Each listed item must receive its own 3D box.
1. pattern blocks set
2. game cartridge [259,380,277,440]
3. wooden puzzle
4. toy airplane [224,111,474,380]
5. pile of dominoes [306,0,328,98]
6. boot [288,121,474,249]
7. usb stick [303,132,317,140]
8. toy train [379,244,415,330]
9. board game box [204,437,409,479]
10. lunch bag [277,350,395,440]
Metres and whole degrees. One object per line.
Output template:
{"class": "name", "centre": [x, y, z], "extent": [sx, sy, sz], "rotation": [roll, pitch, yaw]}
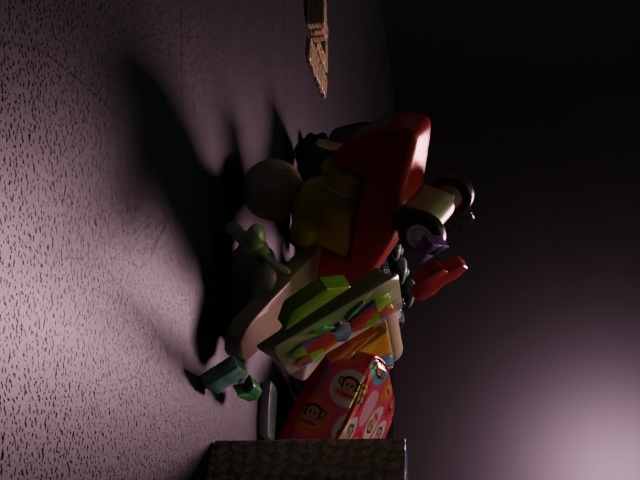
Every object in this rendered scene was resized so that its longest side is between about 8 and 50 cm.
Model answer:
{"class": "pattern blocks set", "centre": [0.021, 0.099, 1.089], "extent": [0.026, 0.325, 0.285], "rotation": [58, 11, 22]}
{"class": "game cartridge", "centre": [-0.078, 0.254, 1.341], "extent": [0.056, 0.017, 0.083], "rotation": [78, 13, -65]}
{"class": "wooden puzzle", "centre": [0.061, 0.231, 1.679], "extent": [0.044, 0.238, 0.221], "rotation": [46, -14, 29]}
{"class": "toy airplane", "centre": [0.000, 0.000, 1.262], "extent": [0.384, 0.272, 0.386], "rotation": [-53, 176, -5]}
{"class": "pile of dominoes", "centre": [0.009, -0.433, 1.969], "extent": [0.251, 0.040, 0.196], "rotation": [55, 34, -74]}
{"class": "boot", "centre": [0.096, -0.109, 1.559], "extent": [0.118, 0.338, 0.223], "rotation": [48, 42, -57]}
{"class": "usb stick", "centre": [-0.014, -0.070, 1.730], "extent": [0.077, 0.045, 0.278], "rotation": [84, 6, -71]}
{"class": "toy train", "centre": [0.144, 0.117, 2.332], "extent": [0.334, 0.142, 0.190], "rotation": [-101, -155, -52]}
{"class": "board game box", "centre": [-0.004, 0.389, 1.080], "extent": [0.141, 0.232, 0.291], "rotation": [-80, 166, -56]}
{"class": "lunch bag", "centre": [0.026, 0.336, 1.535], "extent": [0.258, 0.120, 0.293], "rotation": [-61, 157, -26]}
